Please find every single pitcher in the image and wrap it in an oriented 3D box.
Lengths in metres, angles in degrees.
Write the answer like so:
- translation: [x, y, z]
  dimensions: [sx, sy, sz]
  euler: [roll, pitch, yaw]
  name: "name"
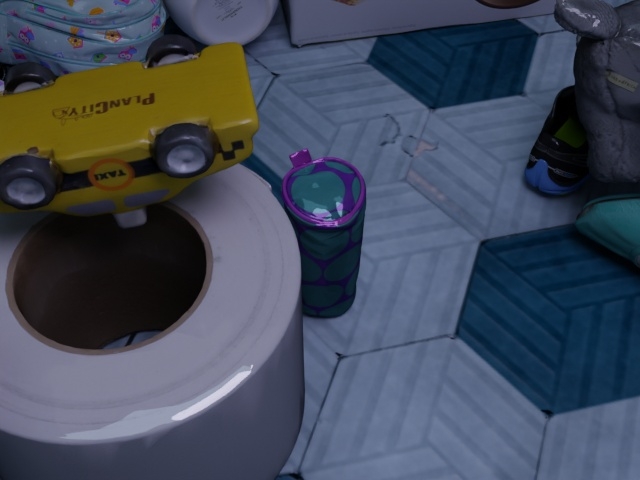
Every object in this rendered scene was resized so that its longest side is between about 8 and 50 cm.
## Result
- translation: [-0.138, -0.287, 0.965]
  dimensions: [0.178, 0.125, 0.207]
  euler: [-32, 49, 13]
  name: "pitcher"

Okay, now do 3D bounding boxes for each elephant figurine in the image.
- translation: [0.298, -0.148, 0.762]
  dimensions: [0.170, 0.186, 0.239]
  euler: [8, 33, 21]
  name: "elephant figurine"

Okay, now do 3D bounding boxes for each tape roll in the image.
- translation: [-0.133, 0.069, 0.630]
  dimensions: [0.246, 0.169, 0.246]
  euler: [-1, 51, 1]
  name: "tape roll"

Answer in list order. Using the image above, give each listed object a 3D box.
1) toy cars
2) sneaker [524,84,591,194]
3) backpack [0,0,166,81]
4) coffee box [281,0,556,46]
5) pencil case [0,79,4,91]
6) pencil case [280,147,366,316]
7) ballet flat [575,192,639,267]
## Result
- translation: [-0.194, 0.010, 0.520]
  dimensions: [0.176, 0.087, 0.393]
  euler: [29, 60, 28]
  name: "toy cars"
- translation: [0.259, -0.117, 0.838]
  dimensions: [0.067, 0.078, 0.188]
  euler: [32, 57, 26]
  name: "sneaker"
- translation: [-0.245, -0.217, 0.899]
  dimensions: [0.182, 0.115, 0.152]
  euler: [18, 50, 11]
  name: "backpack"
- translation: [0.101, -0.454, 0.949]
  dimensions: [0.338, 0.334, 0.338]
  euler: [-9, 53, -8]
  name: "coffee box"
- translation: [-0.259, -0.071, 0.797]
  dimensions: [0.086, 0.088, 0.206]
  euler: [-35, 59, -31]
  name: "pencil case"
- translation: [0.000, 0.000, 0.695]
  dimensions: [0.065, 0.151, 0.070]
  euler: [-21, 61, -14]
  name: "pencil case"
- translation: [0.339, 0.010, 0.737]
  dimensions: [0.248, 0.083, 0.087]
  euler: [2, 65, 4]
  name: "ballet flat"
